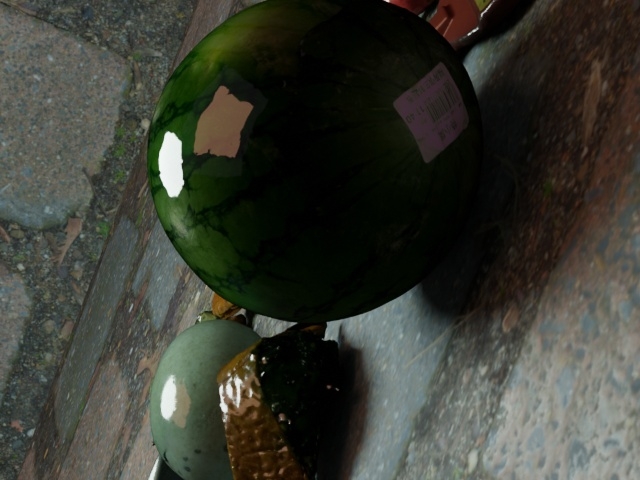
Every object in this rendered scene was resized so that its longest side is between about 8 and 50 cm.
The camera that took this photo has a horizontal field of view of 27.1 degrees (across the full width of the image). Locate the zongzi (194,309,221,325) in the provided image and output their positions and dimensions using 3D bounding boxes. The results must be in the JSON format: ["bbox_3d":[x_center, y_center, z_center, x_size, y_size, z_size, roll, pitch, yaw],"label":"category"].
[{"bbox_3d":[-0.180,0.162,2.106,0.113,0.052,0.104,-129,54,-86],"label":"zongzi"}]

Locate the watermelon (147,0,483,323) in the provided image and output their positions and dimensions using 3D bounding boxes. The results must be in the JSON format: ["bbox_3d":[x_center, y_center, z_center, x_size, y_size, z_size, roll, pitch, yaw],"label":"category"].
[{"bbox_3d":[-0.009,-0.081,1.334,0.363,0.363,0.363,-160,90,-74],"label":"watermelon"}]

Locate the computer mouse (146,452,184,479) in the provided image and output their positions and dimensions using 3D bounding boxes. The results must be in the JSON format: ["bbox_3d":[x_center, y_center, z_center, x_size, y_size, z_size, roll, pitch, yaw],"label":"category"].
[{"bbox_3d":[-0.153,0.275,1.819,0.379,0.090,0.167,-64,-4,-47],"label":"computer mouse"}]

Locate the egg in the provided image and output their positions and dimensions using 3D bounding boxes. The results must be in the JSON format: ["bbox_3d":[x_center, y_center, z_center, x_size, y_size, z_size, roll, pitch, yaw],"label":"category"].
[{"bbox_3d":[-0.129,0.204,1.662,0.169,0.169,0.236,-56,19,39],"label":"egg"}]

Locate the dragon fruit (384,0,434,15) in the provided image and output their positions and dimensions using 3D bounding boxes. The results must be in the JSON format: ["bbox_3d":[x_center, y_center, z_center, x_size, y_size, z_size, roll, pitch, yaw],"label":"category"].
[{"bbox_3d":[0.106,-0.316,1.683,0.081,0.086,0.116,24,104,36],"label":"dragon fruit"}]

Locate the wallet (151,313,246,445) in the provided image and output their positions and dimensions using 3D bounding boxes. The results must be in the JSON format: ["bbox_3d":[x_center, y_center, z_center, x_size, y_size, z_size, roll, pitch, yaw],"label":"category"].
[{"bbox_3d":[-0.178,0.207,1.938,0.195,0.042,0.161,-68,-10,13],"label":"wallet"}]

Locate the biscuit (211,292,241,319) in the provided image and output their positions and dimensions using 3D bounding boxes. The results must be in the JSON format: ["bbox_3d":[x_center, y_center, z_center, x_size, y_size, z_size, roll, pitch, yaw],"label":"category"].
[{"bbox_3d":[-0.112,0.012,2.040,0.277,0.052,0.262,-83,20,-46],"label":"biscuit"}]

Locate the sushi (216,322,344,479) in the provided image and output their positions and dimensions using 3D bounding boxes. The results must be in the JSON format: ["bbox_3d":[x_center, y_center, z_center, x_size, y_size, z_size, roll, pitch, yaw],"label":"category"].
[{"bbox_3d":[-0.040,0.183,1.480,0.287,0.140,0.149,-96,-7,-56],"label":"sushi"}]

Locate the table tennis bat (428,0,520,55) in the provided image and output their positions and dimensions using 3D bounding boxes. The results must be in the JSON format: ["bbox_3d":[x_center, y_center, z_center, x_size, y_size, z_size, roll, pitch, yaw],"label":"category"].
[{"bbox_3d":[0.186,-0.309,1.479,0.414,0.051,0.268,-59,19,24],"label":"table tennis bat"}]
